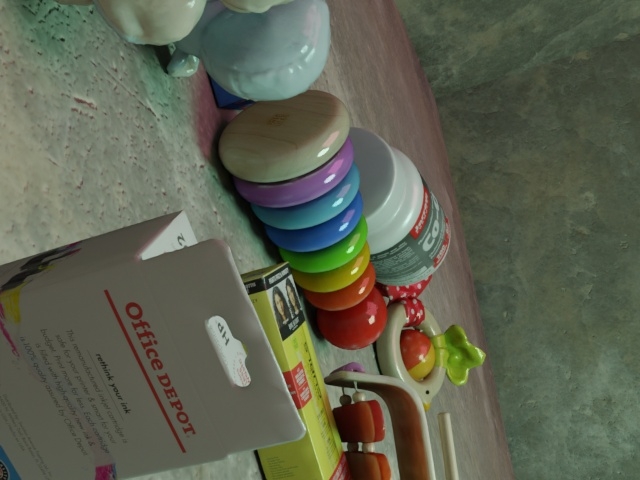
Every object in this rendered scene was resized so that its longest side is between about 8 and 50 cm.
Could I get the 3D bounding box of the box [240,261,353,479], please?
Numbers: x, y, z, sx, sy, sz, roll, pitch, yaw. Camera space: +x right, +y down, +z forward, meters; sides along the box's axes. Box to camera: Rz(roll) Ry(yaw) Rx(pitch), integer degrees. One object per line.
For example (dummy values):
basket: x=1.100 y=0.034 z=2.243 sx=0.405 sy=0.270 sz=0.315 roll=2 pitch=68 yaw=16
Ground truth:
box: x=-0.034 y=0.142 z=0.726 sx=0.087 sy=0.058 sz=0.232 roll=-26 pitch=101 yaw=-75

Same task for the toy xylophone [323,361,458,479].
toy xylophone: x=0.076 y=0.275 z=0.779 sx=0.236 sy=0.081 sz=0.323 roll=112 pitch=-30 yaw=-66

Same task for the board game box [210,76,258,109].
board game box: x=-0.098 y=-0.258 z=0.897 sx=0.160 sy=0.047 sz=0.210 roll=-21 pitch=95 yaw=-73

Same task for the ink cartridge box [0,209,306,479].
ink cartridge box: x=-0.100 y=0.054 z=0.368 sx=0.061 sy=0.181 sz=0.104 roll=-66 pitch=138 yaw=-65

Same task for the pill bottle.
pill bottle: x=0.079 y=-0.041 z=1.086 sx=0.283 sy=0.161 sz=0.161 roll=38 pitch=40 yaw=-64

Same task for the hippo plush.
hippo plush: x=-0.112 y=-0.215 z=0.643 sx=0.294 sy=0.234 sz=0.236 roll=37 pitch=-20 yaw=22

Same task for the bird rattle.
bird rattle: x=0.159 y=0.157 z=1.249 sx=0.253 sy=0.143 sz=0.207 roll=62 pitch=36 yaw=-27

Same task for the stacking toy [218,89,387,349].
stacking toy: x=0.000 y=0.000 z=0.884 sx=0.141 sy=0.141 sz=0.330 roll=-85 pitch=162 yaw=-50
